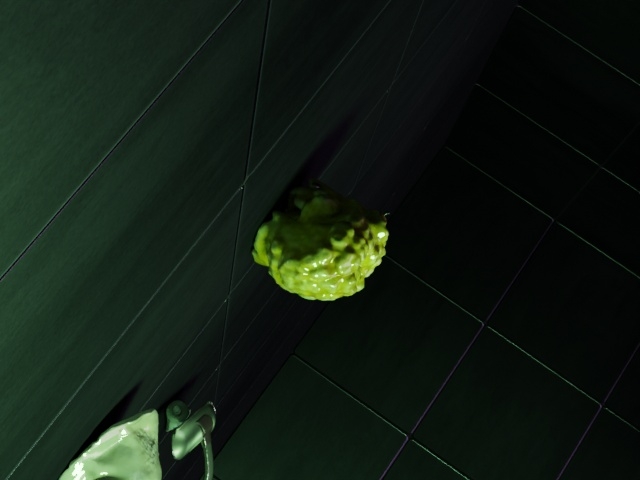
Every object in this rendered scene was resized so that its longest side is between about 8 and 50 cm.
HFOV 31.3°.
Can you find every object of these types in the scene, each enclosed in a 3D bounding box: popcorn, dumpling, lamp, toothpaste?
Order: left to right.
[{"bbox_3d":[-0.306,0.343,1.639,0.216,0.126,0.166,-48,149,14],"label":"dumpling"},{"bbox_3d":[-0.285,0.441,2.073,0.283,0.124,0.203,-47,166,12],"label":"lamp"},{"bbox_3d":[-0.269,0.331,2.155,0.064,0.041,0.218,-42,174,-14],"label":"toothpaste"},{"bbox_3d":[0.001,0.000,1.808,0.218,0.189,0.169,-34,151,-58],"label":"popcorn"}]
